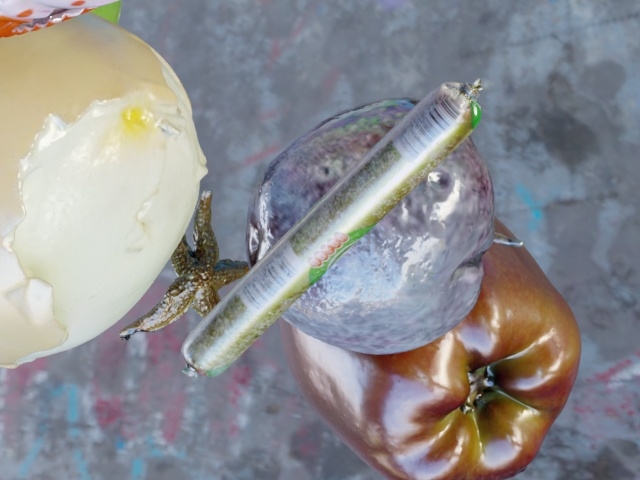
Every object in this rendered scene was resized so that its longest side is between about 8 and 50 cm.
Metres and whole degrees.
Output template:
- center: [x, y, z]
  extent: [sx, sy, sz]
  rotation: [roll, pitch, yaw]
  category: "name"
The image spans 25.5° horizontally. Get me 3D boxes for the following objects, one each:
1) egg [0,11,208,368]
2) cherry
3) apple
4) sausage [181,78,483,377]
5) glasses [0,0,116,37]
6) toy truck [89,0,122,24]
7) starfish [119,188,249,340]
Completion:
- center: [-0.185, -0.038, 0.786]
  extent: [0.244, 0.201, 0.201]
  rotation: [15, 86, 26]
  category: "egg"
- center: [0.037, -0.010, 1.040]
  extent: [0.195, 0.195, 0.195]
  rotation: [-12, 69, 35]
  category: "cherry"
- center: [0.105, 0.094, 1.425]
  extent: [0.288, 0.288, 0.317]
  rotation: [-55, 32, 11]
  category: "apple"
- center: [0.000, 0.000, 0.793]
  extent: [0.269, 0.033, 0.033]
  rotation: [-45, 54, 31]
  category: "sausage"
- center: [-0.053, -0.162, 0.595]
  extent: [0.162, 0.255, 0.095]
  rotation: [-12, 108, 43]
  category: "glasses"
- center: [-0.273, -0.192, 1.341]
  extent: [0.148, 0.187, 0.210]
  rotation: [151, 102, -70]
  category: "toy truck"
- center: [-0.103, 0.040, 1.126]
  extent: [0.130, 0.133, 0.041]
  rotation: [-43, 26, -22]
  category: "starfish"
